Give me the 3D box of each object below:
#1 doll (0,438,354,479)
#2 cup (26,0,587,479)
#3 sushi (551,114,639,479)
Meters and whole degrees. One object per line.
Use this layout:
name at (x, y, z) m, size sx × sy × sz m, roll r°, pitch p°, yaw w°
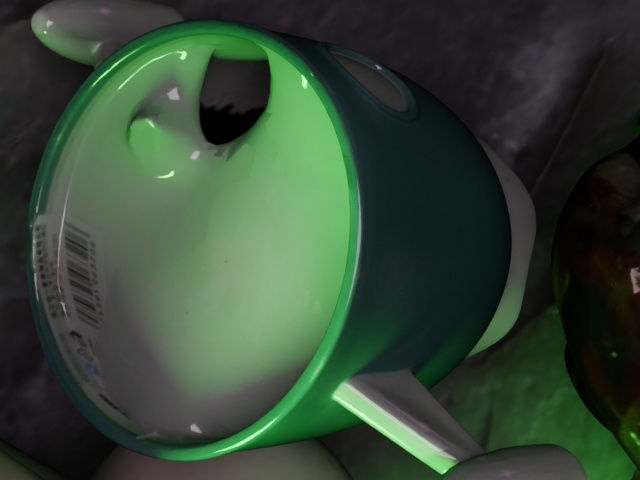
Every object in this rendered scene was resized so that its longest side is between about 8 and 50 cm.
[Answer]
doll at (-0.091, 0.139, 0.684) m, size 0.251 × 0.221 × 0.221 m, roll 32°, pitch 91°, yaw 14°
cup at (0.000, 0.000, 0.662) m, size 0.300 × 0.173 × 0.167 m, roll 50°, pitch 118°, yaw 27°
sushi at (0.207, 0.052, 0.682) m, size 0.212 × 0.215 × 0.227 m, roll -24°, pitch 98°, yaw -4°
